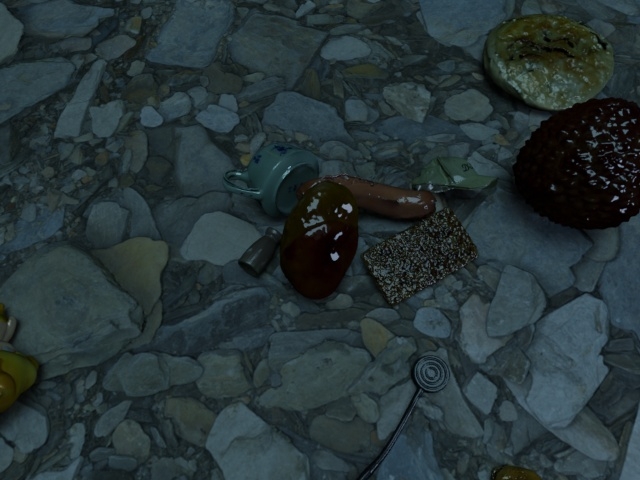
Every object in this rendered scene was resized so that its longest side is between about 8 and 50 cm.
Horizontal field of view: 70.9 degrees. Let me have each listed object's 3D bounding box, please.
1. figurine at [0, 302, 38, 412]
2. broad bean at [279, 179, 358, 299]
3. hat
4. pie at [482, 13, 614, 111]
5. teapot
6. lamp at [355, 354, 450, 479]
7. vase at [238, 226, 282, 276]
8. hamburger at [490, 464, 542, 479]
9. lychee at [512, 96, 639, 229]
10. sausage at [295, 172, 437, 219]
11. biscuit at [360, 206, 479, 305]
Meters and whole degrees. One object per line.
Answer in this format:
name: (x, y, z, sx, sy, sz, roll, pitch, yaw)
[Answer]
figurine: (-0.607, 0.218, 0.817, 0.156, 0.131, 0.246, 7, 37, -39)
broad bean: (0.003, 0.001, 0.863, 0.156, 0.122, 0.228, 15, 103, -20)
hat: (0.293, -0.139, 0.968, 0.166, 0.122, 0.081, 12, 106, 36)
pie: (0.576, -0.469, 1.143, 0.339, 0.077, 0.339, -1, 64, 1)
teapot: (-0.100, -0.142, 0.962, 0.232, 0.159, 0.159, -26, 64, -39)
lamp: (0.109, 0.341, 0.739, 0.371, 0.108, 0.130, -39, 69, -16)
vase: (-0.121, 0.021, 0.932, 0.053, 0.053, 0.101, 29, 64, 14)
hamburger: (0.324, 0.411, 0.738, 0.083, 0.044, 0.076, 3, 65, 0)
lychee: (0.542, -0.150, 0.887, 0.300, 0.264, 0.264, 1, 61, 29)
sausage: (0.099, -0.091, 0.943, 0.304, 0.078, 0.078, 8, 64, -11)
biscuit: (0.207, 0.029, 0.922, 0.231, 0.025, 0.131, -29, 81, -12)
